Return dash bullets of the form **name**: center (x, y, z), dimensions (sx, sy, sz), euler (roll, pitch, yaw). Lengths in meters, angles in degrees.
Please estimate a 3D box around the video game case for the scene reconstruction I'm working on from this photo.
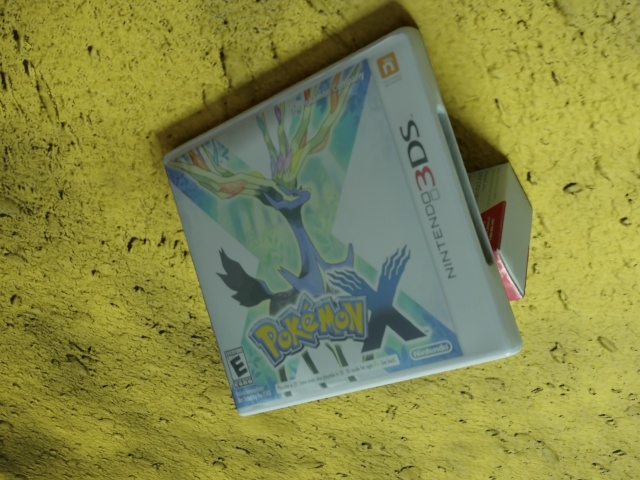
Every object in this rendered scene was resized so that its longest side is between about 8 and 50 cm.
- **video game case**: center (0.000, 0.000, 0.776), dimensions (0.329, 0.036, 0.300), euler (-21, 84, 36)

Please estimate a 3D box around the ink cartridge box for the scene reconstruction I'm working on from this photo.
- **ink cartridge box**: center (0.117, 0.006, 0.808), dimensions (0.175, 0.127, 0.072), euler (-13, 130, 31)
